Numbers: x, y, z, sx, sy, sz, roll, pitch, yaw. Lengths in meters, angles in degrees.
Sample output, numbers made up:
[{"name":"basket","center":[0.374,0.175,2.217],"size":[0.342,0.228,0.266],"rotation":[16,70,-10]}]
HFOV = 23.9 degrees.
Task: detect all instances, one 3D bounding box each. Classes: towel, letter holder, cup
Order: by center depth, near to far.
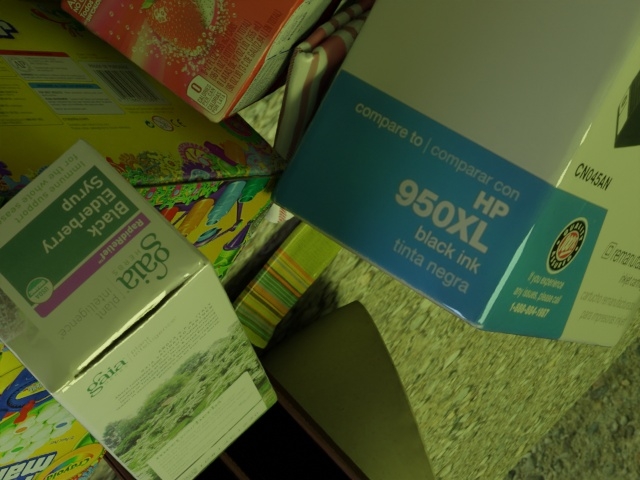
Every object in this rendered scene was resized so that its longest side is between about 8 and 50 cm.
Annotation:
[{"name":"towel","center":[0.040,-0.106,0.980],"size":[0.197,0.029,0.144],"rotation":[-38,153,-36]},{"name":"letter holder","center":[-0.070,0.198,1.302],"size":[0.152,0.302,0.214],"rotation":[-44,158,-4]},{"name":"towel","center":[0.000,0.000,1.432],"size":[0.237,0.021,0.102],"rotation":[-50,160,-1]},{"name":"cup","center":[-0.018,0.253,1.546],"size":[0.237,0.331,0.331],"rotation":[-18,154,-6]}]

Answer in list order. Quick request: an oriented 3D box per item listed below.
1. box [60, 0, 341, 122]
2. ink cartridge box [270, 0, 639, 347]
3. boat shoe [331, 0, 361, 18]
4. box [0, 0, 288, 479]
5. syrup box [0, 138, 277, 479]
[{"name":"box","center":[-0.021,-0.210,0.867],"size":[0.257,0.122,0.128],"rotation":[-55,176,24]},{"name":"ink cartridge box","center":[0.180,-0.143,0.959],"size":[0.395,0.166,0.285],"rotation":[-62,153,8]},{"name":"boat shoe","center":[0.087,-0.228,1.096],"size":[0.302,0.103,0.113],"rotation":[-43,-160,-5]},{"name":"box","center":[-0.218,0.017,0.883],"size":[0.290,0.177,0.279],"rotation":[-8,137,-58]},{"name":"syrup box","center":[-0.101,0.052,0.784],"size":[0.093,0.096,0.237],"rotation":[-43,159,-10]}]
